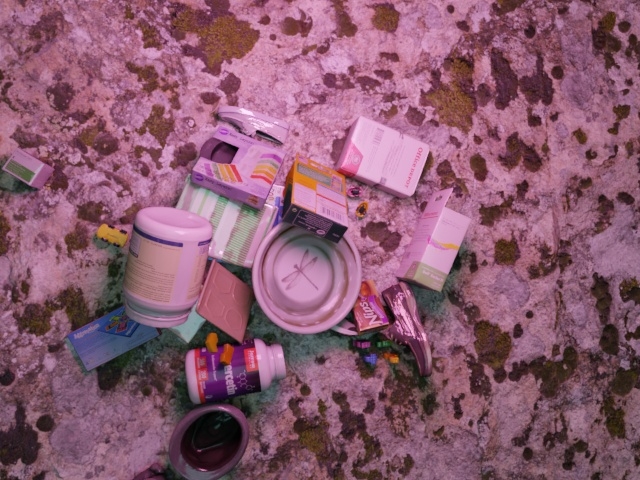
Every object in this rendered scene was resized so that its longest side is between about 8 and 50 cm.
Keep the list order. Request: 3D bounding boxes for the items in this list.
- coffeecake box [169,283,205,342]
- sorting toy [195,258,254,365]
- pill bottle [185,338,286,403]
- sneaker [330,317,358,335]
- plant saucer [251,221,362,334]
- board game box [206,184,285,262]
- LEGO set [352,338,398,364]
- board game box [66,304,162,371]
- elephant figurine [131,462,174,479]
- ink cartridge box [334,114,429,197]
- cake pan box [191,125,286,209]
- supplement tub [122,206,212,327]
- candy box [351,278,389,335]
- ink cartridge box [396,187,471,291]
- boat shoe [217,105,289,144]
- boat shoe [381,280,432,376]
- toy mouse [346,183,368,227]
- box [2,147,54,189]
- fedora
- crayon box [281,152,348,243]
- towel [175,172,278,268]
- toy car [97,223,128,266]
[{"bbox_3d":[-0.451,0.234,1.813,0.142,0.068,0.185,38,84,-6],"label":"coffeecake box"},{"bbox_3d":[-0.324,0.241,1.730,0.229,0.041,0.307,47,37,-34],"label":"sorting toy"},{"bbox_3d":[-0.286,0.436,1.787,0.323,0.181,0.181,-9,91,-10],"label":"pill bottle"},{"bbox_3d":[0.038,0.269,1.893,0.272,0.100,0.108,26,80,-9],"label":"sneaker"},{"bbox_3d":[-0.053,0.115,1.797,0.401,0.100,0.400,1,89,-24],"label":"plant saucer"},{"bbox_3d":[-0.256,-0.060,1.843,0.308,0.086,0.301,11,87,-10],"label":"board game box"},{"bbox_3d":[0.240,0.409,1.930,0.227,0.093,0.087,-2,90,-11],"label":"LEGO set"},{"bbox_3d":[-0.688,0.313,1.759,0.281,0.027,0.145,-27,96,4],"label":"board game box"},{"bbox_3d":[-0.553,0.837,1.704,0.169,0.239,0.186,43,83,-8],"label":"elephant figurine"},{"bbox_3d":[0.223,-0.297,1.918,0.283,0.117,0.207,21,86,-10],"label":"ink cartridge box"},{"bbox_3d":[-0.276,-0.252,1.779,0.267,0.070,0.245,23,49,-3],"label":"cake pan box"},{"bbox_3d":[-0.478,0.080,1.633,0.235,0.235,0.324,13,106,-10],"label":"supplement tub"},{"bbox_3d":[0.163,0.239,1.893,0.109,0.053,0.186,-11,57,-10],"label":"candy box"},{"bbox_3d":[0.419,-0.002,1.907,0.119,0.207,0.353,25,86,-8],"label":"ink cartridge box"},{"bbox_3d":[-0.238,-0.402,1.844,0.258,0.095,0.084,13,83,-9],"label":"boat shoe"},{"bbox_3d":[0.309,0.326,1.903,0.130,0.132,0.355,-16,64,5],"label":"boat shoe"},{"bbox_3d":[0.109,-0.148,1.929,0.143,0.031,0.161,24,101,-4],"label":"toy mouse"},{"bbox_3d":[-0.945,-0.232,1.707,0.101,0.102,0.087,32,82,-8],"label":"box"},{"bbox_3d":[-0.374,0.668,1.797,0.244,0.124,0.275,38,86,-8],"label":"fedora"},{"bbox_3d":[-0.016,-0.147,1.773,0.203,0.323,0.083,23,125,-16],"label":"crayon box"},{"bbox_3d":[-0.329,-0.060,1.766,0.325,0.038,0.247,20,87,-10],"label":"towel"},{"bbox_3d":[-0.605,0.009,1.795,0.225,0.053,0.239,-32,96,-10],"label":"toy car"}]
